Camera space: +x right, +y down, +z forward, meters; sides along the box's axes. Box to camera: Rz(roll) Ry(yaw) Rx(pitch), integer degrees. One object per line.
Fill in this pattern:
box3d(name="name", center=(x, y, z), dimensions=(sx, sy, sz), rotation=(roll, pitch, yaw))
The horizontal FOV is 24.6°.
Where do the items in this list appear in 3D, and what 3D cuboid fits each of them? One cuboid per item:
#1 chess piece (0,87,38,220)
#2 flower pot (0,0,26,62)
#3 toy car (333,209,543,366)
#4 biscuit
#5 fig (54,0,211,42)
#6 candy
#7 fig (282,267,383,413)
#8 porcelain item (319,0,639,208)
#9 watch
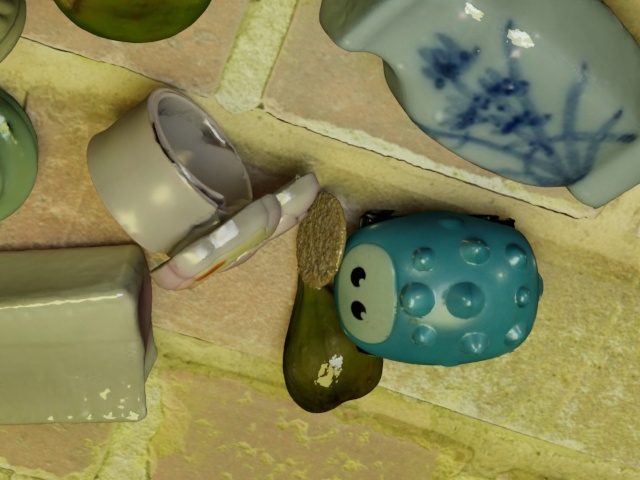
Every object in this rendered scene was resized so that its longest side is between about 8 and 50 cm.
box3d(name="chess piece", center=(-0.436, -0.044, 1.666), dimensions=(0.194, 0.299, 0.195), rotation=(1, 122, 1))
box3d(name="flower pot", center=(-0.442, -0.300, 1.528), dimensions=(0.307, 0.307, 0.244), rotation=(-8, 139, 7))
box3d(name="toy car", center=(0.141, 0.060, 1.752), dimensions=(0.255, 0.190, 0.189), rotation=(3, 95, 3))
box3d(name="biscuit", center=(0.000, 0.000, 1.790), dimensions=(0.015, 0.120, 0.120), rotation=(8, 125, -28))
box3d(name="fig", center=(-0.206, -0.299, 1.579), dimensions=(0.181, 0.191, 0.181), rotation=(24, 132, 29))
box3d(name="candy", center=(-0.390, 0.118, 1.858), dimensions=(0.358, 0.145, 0.208), rotation=(-3, 123, 4))
box3d(name="fig", center=(-0.001, 0.132, 1.869), dimensions=(0.133, 0.127, 0.185), rotation=(-13, 126, 25))
box3d(name="porcelain item", center=(0.206, -0.194, 1.595), dimensions=(0.405, 0.179, 0.242), rotation=(31, 131, -29))
box3d(name="watch", center=(-0.145, -0.072, 1.720), dimensions=(0.211, 0.248, 0.217), rotation=(-34, 89, 22))
